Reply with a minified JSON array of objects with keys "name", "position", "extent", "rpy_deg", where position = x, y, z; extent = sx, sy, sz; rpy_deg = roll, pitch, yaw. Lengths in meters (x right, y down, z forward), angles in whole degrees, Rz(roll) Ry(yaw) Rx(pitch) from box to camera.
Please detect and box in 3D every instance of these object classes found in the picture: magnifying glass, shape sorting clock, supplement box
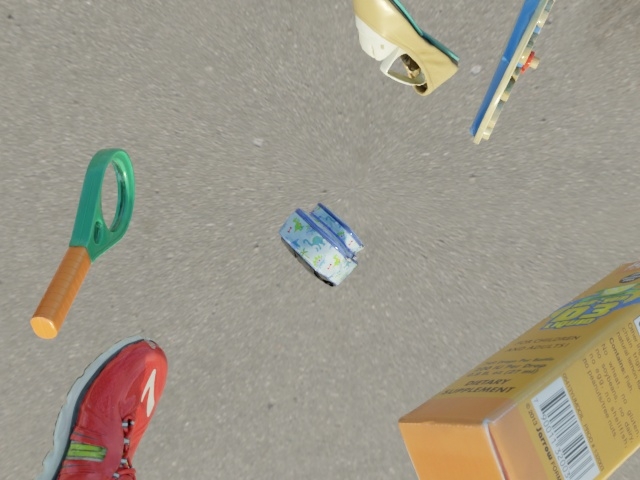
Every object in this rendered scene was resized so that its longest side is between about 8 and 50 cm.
[{"name":"magnifying glass","position":[-0.222,-0.002,0.831],"extent":[0.026,0.231,0.092],"rpy_deg":[2,132,7]},{"name":"shape sorting clock","position":[0.215,-0.197,0.935],"extent":[0.040,0.206,0.206],"rpy_deg":[22,94,5]},{"name":"supplement box","position":[0.160,0.086,0.530],"extent":[0.233,0.078,0.080],"rpy_deg":[-24,95,-35]}]

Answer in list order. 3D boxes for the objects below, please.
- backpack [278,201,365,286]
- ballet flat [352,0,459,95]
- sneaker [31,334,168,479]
[{"name":"backpack","position":[0.000,0.000,1.173],"extent":[0.105,0.114,0.084],"rpy_deg":[42,93,18]},{"name":"ballet flat","position":[0.090,-0.227,1.005],"extent":[0.073,0.232,0.080],"rpy_deg":[-48,55,13]},{"name":"sneaker","position":[-0.220,0.238,0.910],"extent":[0.118,0.107,0.279],"rpy_deg":[14,74,40]}]
